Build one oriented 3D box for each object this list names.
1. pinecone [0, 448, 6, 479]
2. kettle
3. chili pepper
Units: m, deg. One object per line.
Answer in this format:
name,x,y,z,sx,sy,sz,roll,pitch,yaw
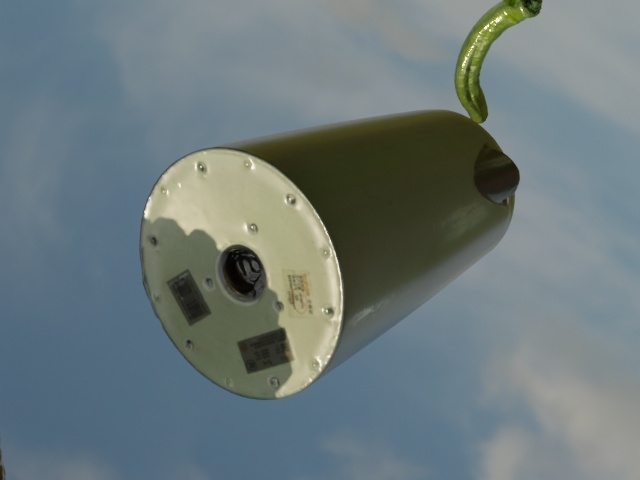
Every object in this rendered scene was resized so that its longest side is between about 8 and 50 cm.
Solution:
pinecone,-0.259,0.146,1.073,0.173,0.173,0.173,35,-159,-16
kettle,0.000,0.000,1.211,0.243,0.210,0.160,-23,-89,-51
chili pepper,0.083,-0.090,0.876,0.030,0.083,0.017,40,-135,8
